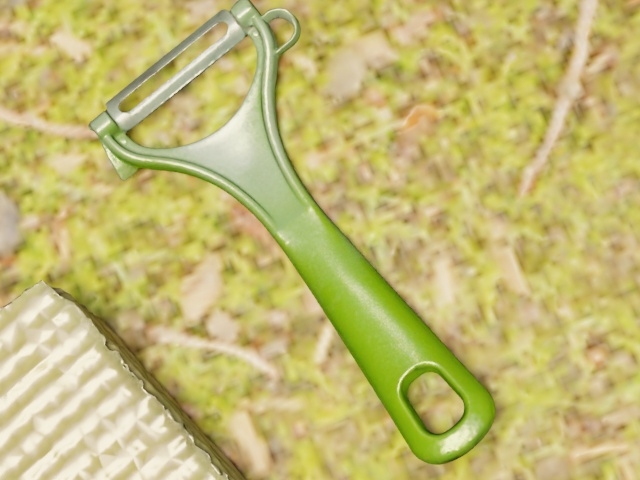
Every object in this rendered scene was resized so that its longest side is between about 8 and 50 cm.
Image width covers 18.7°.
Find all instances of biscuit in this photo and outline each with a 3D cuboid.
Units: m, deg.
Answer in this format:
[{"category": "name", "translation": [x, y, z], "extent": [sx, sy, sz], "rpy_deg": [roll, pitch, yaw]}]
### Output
[{"category": "biscuit", "translation": [-0.140, 0.050, 0.626], "extent": [0.147, 0.046, 0.250], "rpy_deg": [-44, 77, -2]}]

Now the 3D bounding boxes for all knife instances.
[{"category": "knife", "translation": [0.001, 0.000, 0.624], "extent": [0.078, 0.022, 0.166], "rpy_deg": [-40, 76, 7]}]
